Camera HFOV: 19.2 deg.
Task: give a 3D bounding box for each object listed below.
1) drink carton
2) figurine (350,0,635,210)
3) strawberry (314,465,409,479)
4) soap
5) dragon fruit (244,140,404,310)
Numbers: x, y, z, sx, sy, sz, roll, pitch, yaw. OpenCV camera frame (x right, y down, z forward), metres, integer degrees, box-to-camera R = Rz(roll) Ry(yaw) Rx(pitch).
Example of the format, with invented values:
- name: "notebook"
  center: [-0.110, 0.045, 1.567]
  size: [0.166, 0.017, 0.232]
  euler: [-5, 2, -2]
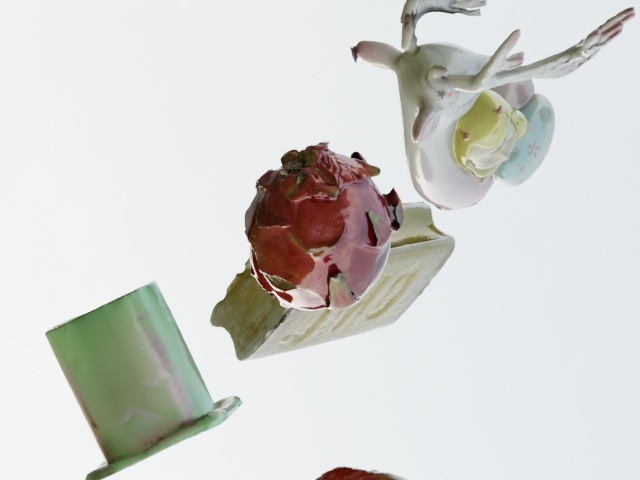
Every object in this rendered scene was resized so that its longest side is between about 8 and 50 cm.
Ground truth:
- name: "drink carton"
  center: [-0.169, 0.121, 1.685]
  size: [0.144, 0.142, 0.146]
  euler: [-27, -178, 5]
- name: "figurine"
  center: [0.173, -0.190, 1.981]
  size: [0.284, 0.316, 0.206]
  euler: [-35, -108, 6]
- name: "strawberry"
  center: [0.022, 0.378, 2.120]
  size: [0.277, 0.257, 0.257]
  euler: [-66, -156, 11]
- name: "soap"
  center: [0.017, 0.046, 2.216]
  size: [0.089, 0.274, 0.173]
  euler: [52, -54, 22]
- name: "dragon fruit"
  center: [0.000, 0.000, 1.564]
  size: [0.133, 0.136, 0.166]
  euler: [56, -37, 32]
